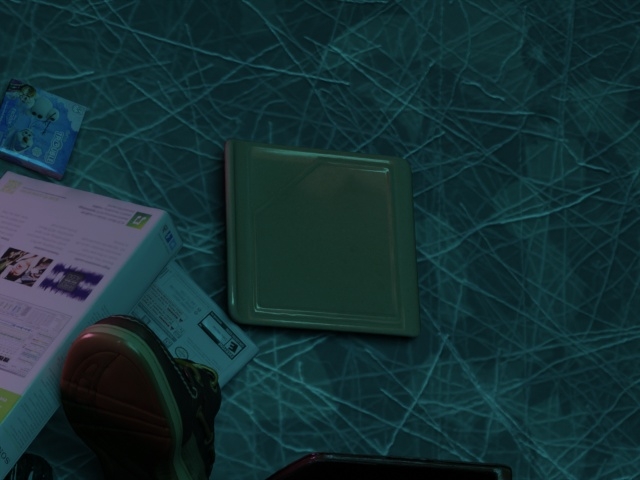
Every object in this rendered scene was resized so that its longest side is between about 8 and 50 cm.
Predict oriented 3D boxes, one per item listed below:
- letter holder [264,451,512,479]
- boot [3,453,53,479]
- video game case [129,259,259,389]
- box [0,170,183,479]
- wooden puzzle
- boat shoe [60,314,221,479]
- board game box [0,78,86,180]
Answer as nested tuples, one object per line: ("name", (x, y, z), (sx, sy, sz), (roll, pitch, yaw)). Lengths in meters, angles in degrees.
("letter holder", (0.034, 0.321, 1.868), (0.214, 0.302, 0.152), (8, 67, -16))
("boot", (-0.348, 0.340, 1.762), (0.348, 0.131, 0.260), (3, 65, -63))
("video game case", (-0.203, 0.105, 2.027), (0.212, 0.023, 0.193), (46, 62, 1))
("box", (-0.317, 0.077, 1.887), (0.232, 0.058, 0.322), (14, 54, 35))
("wooden puzzle", (0.000, 0.000, 2.135), (0.239, 0.044, 0.221), (7, 67, -22))
("boat shoe", (-0.161, 0.164, 1.861), (0.123, 0.342, 0.123), (12, 54, 21))
("board game box", (-0.314, -0.123, 2.079), (0.090, 0.020, 0.090), (21, 64, -13))
